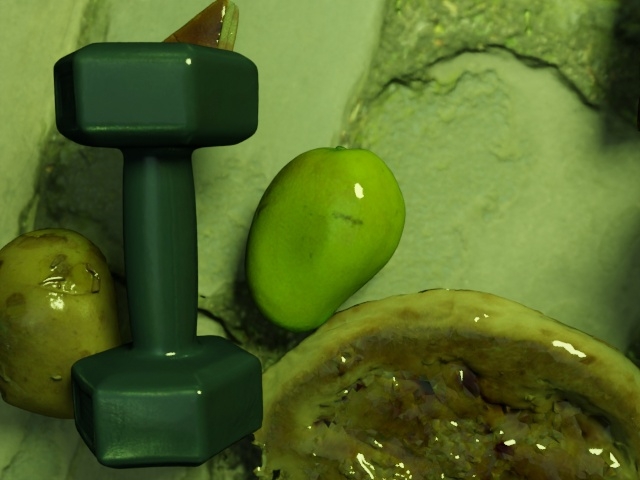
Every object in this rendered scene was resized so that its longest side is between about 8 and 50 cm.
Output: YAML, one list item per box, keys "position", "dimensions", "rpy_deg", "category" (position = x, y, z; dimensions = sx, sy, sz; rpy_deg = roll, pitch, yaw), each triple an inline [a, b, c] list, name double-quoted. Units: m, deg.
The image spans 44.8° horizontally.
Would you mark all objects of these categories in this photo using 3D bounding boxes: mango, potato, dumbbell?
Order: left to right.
- position: [-0.242, 0.078, 0.691]
  dimensions: [0.137, 0.137, 0.176]
  rpy_deg: [-9, 95, 15]
  category: "potato"
- position: [-0.124, 0.010, 0.606]
  dimensions: [0.143, 0.156, 0.316]
  rpy_deg: [4, 99, 30]
  category: "dumbbell"
- position: [-0.004, -0.005, 0.640]
  dimensions: [0.163, 0.089, 0.117]
  rpy_deg: [-45, 83, 14]
  category: "mango"

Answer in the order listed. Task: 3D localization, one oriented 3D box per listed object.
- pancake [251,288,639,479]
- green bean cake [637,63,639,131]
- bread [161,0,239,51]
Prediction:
- position: [0.098, 0.224, 0.645]
  dimensions: [0.382, 0.071, 0.382]
  rpy_deg: [1, 95, 13]
  category: "pancake"
- position: [0.346, -0.174, 0.531]
  dimensions: [0.232, 0.097, 0.199]
  rpy_deg: [2, 98, 13]
  category: "green bean cake"
- position: [-0.107, -0.157, 0.677]
  dimensions: [0.109, 0.043, 0.062]
  rpy_deg: [-31, 86, 14]
  category: "bread"
